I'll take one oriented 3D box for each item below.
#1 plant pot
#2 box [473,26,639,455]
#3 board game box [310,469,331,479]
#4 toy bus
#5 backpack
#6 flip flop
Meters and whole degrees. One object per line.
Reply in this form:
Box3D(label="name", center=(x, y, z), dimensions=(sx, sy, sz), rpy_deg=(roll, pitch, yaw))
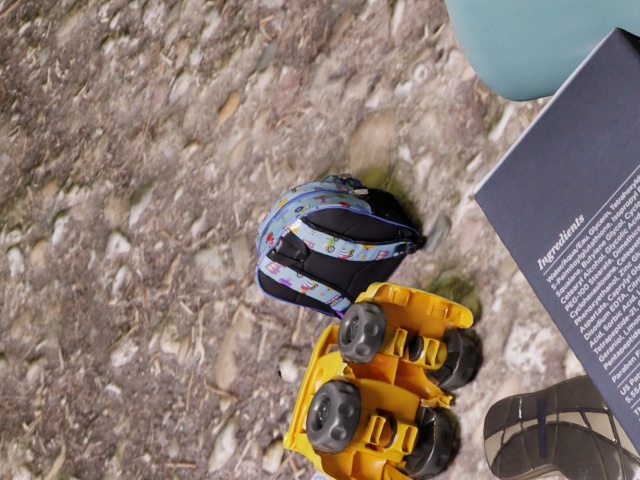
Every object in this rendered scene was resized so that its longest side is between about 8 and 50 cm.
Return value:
Box3D(label="plant pot", center=(0.285, -0.289, 1.897), dimensions=(0.235, 0.293, 0.293), rpy_deg=(-3, 75, 34))
Box3D(label="box", center=(0.367, 0.049, 1.668), dimensions=(0.212, 0.293, 0.395), rpy_deg=(-51, 45, 23))
Box3D(label="board game box", center=(0.007, 0.314, 2.167), dimensions=(0.090, 0.020, 0.090), rpy_deg=(30, 86, 39))
Box3D(label="toy bus", center=(0.049, 0.154, 2.127), dimensions=(0.211, 0.149, 0.220), rpy_deg=(11, 83, 66))
Box3D(label="backpack", center=(0.000, 0.000, 2.192), dimensions=(0.158, 0.173, 0.117), rpy_deg=(-51, 45, 25))
Box3D(label="flip flop", center=(0.258, 0.194, 1.917), dimensions=(0.277, 0.080, 0.112), rpy_deg=(-18, 68, 61))
